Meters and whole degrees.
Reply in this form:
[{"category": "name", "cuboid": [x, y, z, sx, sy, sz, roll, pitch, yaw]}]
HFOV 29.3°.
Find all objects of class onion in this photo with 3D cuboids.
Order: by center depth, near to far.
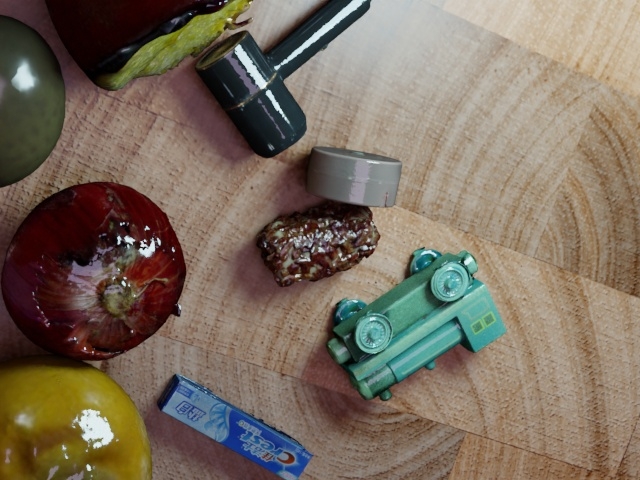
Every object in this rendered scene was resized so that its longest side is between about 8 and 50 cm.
[{"category": "onion", "cuboid": [-0.339, 0.044, 1.822, 0.276, 0.276, 0.276, -3, 100, -18]}]

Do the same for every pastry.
[{"category": "pastry", "cuboid": [0.000, 0.002, 2.004, 0.208, 0.097, 0.115, -13, 114, -17]}]

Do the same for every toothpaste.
[{"category": "toothpaste", "cuboid": [-0.140, 0.314, 2.032, 0.272, 0.053, 0.066, 33, 88, -21]}]

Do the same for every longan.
[{"category": "longan", "cuboid": [-0.483, -0.195, 1.723, 0.258, 0.258, 0.258, -3, 100, -18]}]

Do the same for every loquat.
[{"category": "loquat", "cuboid": [-0.409, 0.331, 1.815, 0.328, 0.328, 0.329, -3, 100, -18]}]

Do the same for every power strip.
[{"category": "power strip", "cuboid": [0.052, -0.105, 1.973, 0.154, 0.154, 0.078, 6, 100, -19]}]

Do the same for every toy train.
[{"category": "toy train", "cuboid": [0.158, 0.147, 2.070, 0.298, 0.120, 0.194, -32, 113, -10]}]

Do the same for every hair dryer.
[{"category": "hair dryer", "cuboid": [-0.011, -0.302, 1.950, 0.352, 0.107, 0.189, -40, 111, -14]}]

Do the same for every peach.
[{"category": "peach", "cuboid": [-0.215, -0.403, 1.744, 0.353, 0.339, 0.417, 20, 96, 9]}]
